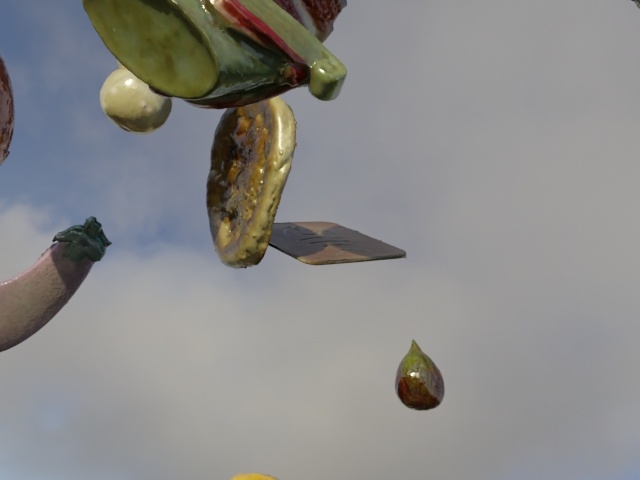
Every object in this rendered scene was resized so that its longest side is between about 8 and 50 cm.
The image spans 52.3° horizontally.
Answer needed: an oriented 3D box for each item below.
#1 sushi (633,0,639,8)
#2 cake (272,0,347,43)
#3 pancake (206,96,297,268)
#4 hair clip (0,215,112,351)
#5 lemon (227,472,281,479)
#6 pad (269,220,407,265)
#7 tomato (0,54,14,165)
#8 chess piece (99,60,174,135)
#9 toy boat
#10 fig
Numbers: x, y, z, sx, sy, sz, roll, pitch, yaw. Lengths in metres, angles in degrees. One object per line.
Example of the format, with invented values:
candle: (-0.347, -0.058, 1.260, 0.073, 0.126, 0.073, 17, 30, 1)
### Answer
sushi: (0.498, -0.369, 0.900, 0.090, 0.078, 0.150, 42, -9, -11)
cake: (-0.118, -0.574, 1.476, 0.230, 0.237, 0.309, 35, -8, 38)
pancake: (-0.151, -0.116, 1.272, 0.065, 0.356, 0.356, 6, -29, -29)
hair clip: (-0.517, 0.093, 1.144, 0.095, 0.359, 0.110, 43, -10, 30)
lemon: (-0.077, 0.346, 0.721, 0.142, 0.187, 0.142, -5, -41, -4)
pad: (0.000, 0.000, 1.405, 0.287, 0.018, 0.284, -2, 17, -40)
tomato: (-0.381, -0.126, 0.564, 0.184, 0.208, 0.208, 52, -37, 11)
chess piece: (-0.292, -0.332, 1.173, 0.167, 0.299, 0.167, 21, -17, 7)
toy boat: (-0.076, -0.125, 0.379, 0.185, 0.071, 0.089, 33, -49, 13)
fig: (0.214, 0.292, 1.422, 0.103, 0.154, 0.109, -18, -37, 34)
